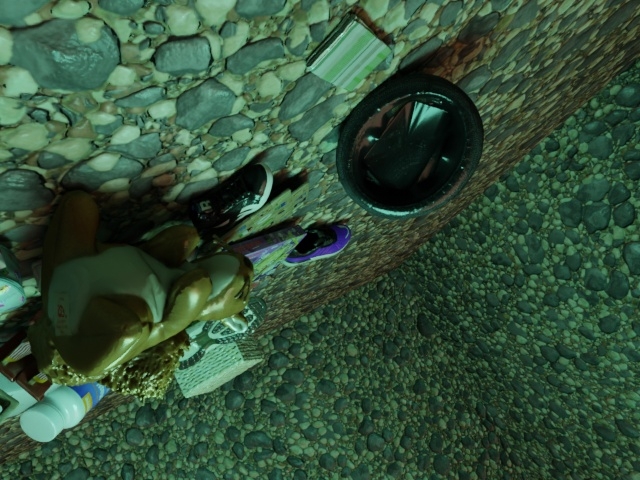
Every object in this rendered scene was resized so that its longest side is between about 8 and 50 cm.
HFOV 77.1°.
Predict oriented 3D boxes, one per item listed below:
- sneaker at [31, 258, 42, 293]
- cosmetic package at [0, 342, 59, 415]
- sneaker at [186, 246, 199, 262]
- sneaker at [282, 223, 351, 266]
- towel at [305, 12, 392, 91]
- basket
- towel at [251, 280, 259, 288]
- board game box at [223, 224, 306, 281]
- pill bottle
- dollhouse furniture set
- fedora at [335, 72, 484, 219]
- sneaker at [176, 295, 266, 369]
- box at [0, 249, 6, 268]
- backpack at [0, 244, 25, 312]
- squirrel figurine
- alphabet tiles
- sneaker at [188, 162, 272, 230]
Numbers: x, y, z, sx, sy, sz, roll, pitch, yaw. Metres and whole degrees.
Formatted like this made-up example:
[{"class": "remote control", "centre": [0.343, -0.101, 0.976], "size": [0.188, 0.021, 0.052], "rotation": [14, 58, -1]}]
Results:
[{"class": "sneaker", "centre": [-0.542, 0.093, 0.815], "size": [0.051, 0.070, 0.134], "rotation": [-24, 164, -27]}, {"class": "cosmetic package", "centre": [-0.830, 0.368, 1.024], "size": [0.224, 0.138, 0.225], "rotation": [-34, 165, 13]}, {"class": "sneaker", "centre": [-0.412, 0.065, 0.908], "size": [0.276, 0.097, 0.135], "rotation": [-26, 163, -15]}, {"class": "sneaker", "centre": [0.000, 0.001, 1.438], "size": [0.294, 0.102, 0.146], "rotation": [-23, 162, -24]}, {"class": "towel", "centre": [0.051, -0.322, 0.703], "size": [0.113, 0.023, 0.152], "rotation": [-36, 165, 28]}, {"class": "basket", "centre": [-0.481, 0.513, 1.856], "size": [0.332, 0.266, 0.328], "rotation": [-32, 163, -1]}, {"class": "towel", "centre": [-0.361, 0.164, 1.387], "size": [0.332, 0.053, 0.317], "rotation": [-23, 162, -23]}, {"class": "board game box", "centre": [-0.195, 0.063, 1.165], "size": [0.208, 0.056, 0.347], "rotation": [-43, 170, 28]}, {"class": "pill bottle", "centre": [-0.776, 0.482, 1.256], "size": [0.152, 0.152, 0.272], "rotation": [-36, -169, 18]}, {"class": "dollhouse furniture set", "centre": [-0.642, 0.304, 0.826], "size": [0.201, 0.152, 0.374], "rotation": [-36, -163, 21]}, {"class": "fedora", "centre": [0.202, -0.218, 0.943], "size": [0.334, 0.334, 0.152], "rotation": [-38, -167, 24]}, {"class": "sneaker", "centre": [-0.393, 0.295, 1.469], "size": [0.411, 0.157, 0.182], "rotation": [-27, -153, -1]}, {"class": "box", "centre": [-0.469, -0.044, 0.416], "size": [0.123, 0.128, 0.256], "rotation": [-24, 163, -21]}, {"class": "backpack", "centre": [-0.568, 0.083, 0.613], "size": [0.189, 0.144, 0.165], "rotation": [-28, 159, -20]}, {"class": "squirrel figurine", "centre": [-0.329, 0.135, 0.806], "size": [0.397, 0.281, 0.371], "rotation": [-50, 154, 23]}, {"class": "alphabet tiles", "centre": [-0.169, -0.033, 1.056], "size": [0.343, 0.011, 0.285], "rotation": [-37, 176, -7]}, {"class": "sneaker", "centre": [-0.202, -0.084, 0.860], "size": [0.217, 0.079, 0.121], "rotation": [-40, 163, 35]}]
